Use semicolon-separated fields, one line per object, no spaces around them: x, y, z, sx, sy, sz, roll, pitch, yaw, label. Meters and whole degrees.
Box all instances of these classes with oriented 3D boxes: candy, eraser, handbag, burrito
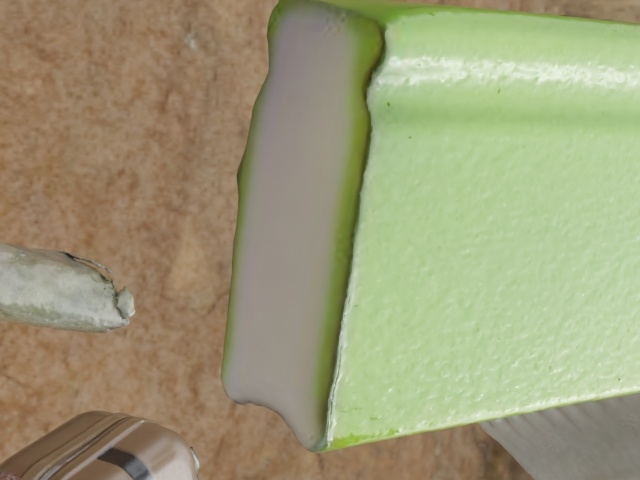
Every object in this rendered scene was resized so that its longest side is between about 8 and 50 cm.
0.350;0.164;1.111;0.208;0.359;0.145;46;49;-6;candy
0.096;-0.016;0.553;0.274;0.092;0.210;-1;105;-33;eraser
-0.213;0.323;1.147;0.283;0.149;0.302;-41;133;-54;handbag
-0.409;0.045;1.253;0.348;0.175;0.107;10;94;-35;burrito

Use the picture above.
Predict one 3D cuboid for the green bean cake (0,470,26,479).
-0.317;0.259;0.900;0.056;0.135;0.135;-91;-174;-80;green bean cake
